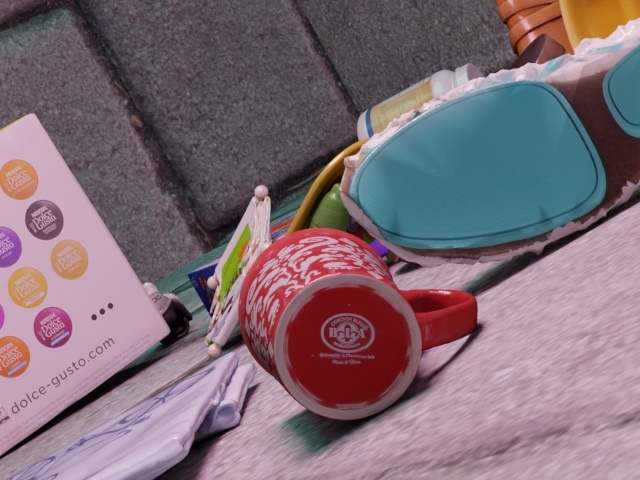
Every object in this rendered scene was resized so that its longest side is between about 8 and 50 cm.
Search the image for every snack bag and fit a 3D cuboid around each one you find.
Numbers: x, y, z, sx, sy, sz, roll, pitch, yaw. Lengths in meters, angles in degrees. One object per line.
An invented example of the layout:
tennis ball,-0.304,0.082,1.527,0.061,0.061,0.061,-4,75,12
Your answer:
snack bag,-0.203,0.196,1.258,0.323,0.037,0.342,-29,3,5

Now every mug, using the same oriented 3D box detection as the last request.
mug,0.022,0.046,1.075,0.150,0.113,0.169,-31,7,-2

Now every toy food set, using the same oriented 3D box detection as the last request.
toy food set,0.027,0.000,1.718,0.128,0.071,0.218,-12,-43,-52

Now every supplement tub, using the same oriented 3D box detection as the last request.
supplement tub,0.173,-0.176,2.570,0.200,0.144,0.144,-27,4,22

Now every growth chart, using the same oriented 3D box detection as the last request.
growth chart,-0.092,0.037,1.834,0.172,0.021,0.237,-62,12,17

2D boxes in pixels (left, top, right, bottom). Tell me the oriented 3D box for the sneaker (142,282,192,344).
sneaker,-0.207,0.110,2.247,0.063,0.075,0.170,-46,-18,-3

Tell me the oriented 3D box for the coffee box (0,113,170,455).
coffee box,-0.470,0.085,2.108,0.338,0.334,0.338,-36,10,-30

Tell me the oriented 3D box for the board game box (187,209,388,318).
board game box,0.000,0.000,2.016,0.233,0.078,0.347,-31,4,-23

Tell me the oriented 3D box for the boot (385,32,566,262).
boot,0.167,-0.055,1.553,0.305,0.115,0.112,-48,14,44

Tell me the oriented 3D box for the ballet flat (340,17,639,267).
ballet flat,0.211,-0.081,1.307,0.409,0.147,0.147,-23,3,-6

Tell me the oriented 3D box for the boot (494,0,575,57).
boot,0.261,-0.218,1.925,0.109,0.220,0.283,-25,6,42

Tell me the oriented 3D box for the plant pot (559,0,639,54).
plant pot,0.393,-0.263,1.616,0.239,0.254,0.254,-13,-1,-17
